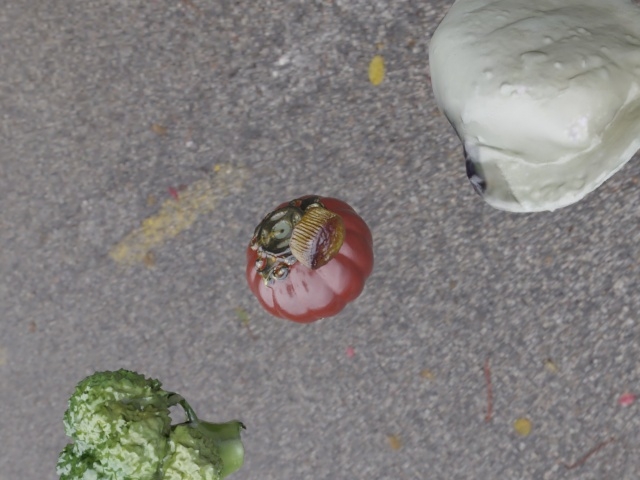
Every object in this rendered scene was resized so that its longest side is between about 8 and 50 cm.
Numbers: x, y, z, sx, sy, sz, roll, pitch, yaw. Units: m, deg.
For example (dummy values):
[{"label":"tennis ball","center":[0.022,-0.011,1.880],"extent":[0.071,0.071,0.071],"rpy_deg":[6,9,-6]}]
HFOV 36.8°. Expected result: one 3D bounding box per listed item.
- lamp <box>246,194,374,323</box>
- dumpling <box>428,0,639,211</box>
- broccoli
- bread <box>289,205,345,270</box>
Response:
[{"label":"lamp","center":[-0.015,0.034,1.616],"extent":[0.227,0.227,0.227],"rpy_deg":[12,113,32]},{"label":"dumpling","center":[0.143,-0.099,0.585],"extent":[0.150,0.176,0.092],"rpy_deg":[-3,125,16]},{"label":"broccoli","center":[-0.168,0.293,1.152],"extent":[0.186,0.302,0.254],"rpy_deg":[-32,50,39]},{"label":"bread","center":[0.000,0.000,1.307],"extent":[0.053,0.085,0.085],"rpy_deg":[30,121,27]}]
